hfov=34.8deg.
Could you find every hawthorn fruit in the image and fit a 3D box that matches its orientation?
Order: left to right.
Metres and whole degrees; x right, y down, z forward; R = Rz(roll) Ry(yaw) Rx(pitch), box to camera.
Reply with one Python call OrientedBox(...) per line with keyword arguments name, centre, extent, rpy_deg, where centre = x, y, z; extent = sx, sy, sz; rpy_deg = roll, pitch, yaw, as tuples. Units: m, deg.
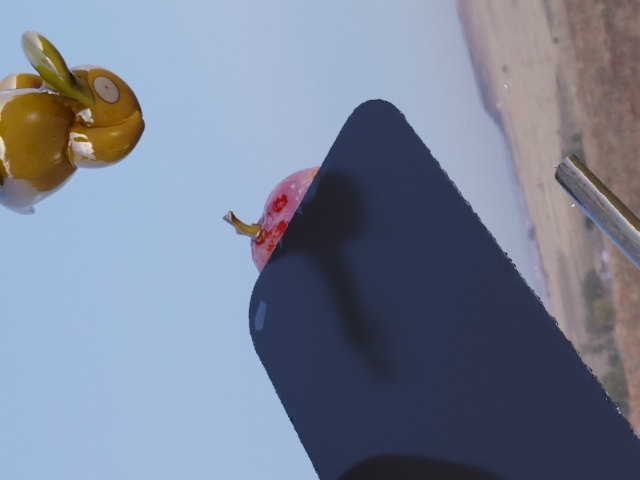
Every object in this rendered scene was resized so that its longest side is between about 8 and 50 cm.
OrientedBox(name="hawthorn fruit", centre=(0.000, 0.000, 1.301), extent=(0.205, 0.253, 0.205), rpy_deg=(-171, 90, -86))

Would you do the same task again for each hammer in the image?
OrientedBox(name="hammer", centre=(0.332, 0.045, 0.927), extent=(0.365, 0.043, 0.111), rpy_deg=(54, 144, 35))

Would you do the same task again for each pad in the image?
OrientedBox(name="pad", centre=(0.098, 0.081, 0.650), extent=(0.375, 0.063, 0.315), rpy_deg=(60, 135, 34))

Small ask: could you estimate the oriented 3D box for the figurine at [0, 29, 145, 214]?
OrientedBox(name="figurine", centre=(-0.341, -0.136, 1.251), extent=(0.215, 0.228, 0.215), rpy_deg=(41, 174, 5))
